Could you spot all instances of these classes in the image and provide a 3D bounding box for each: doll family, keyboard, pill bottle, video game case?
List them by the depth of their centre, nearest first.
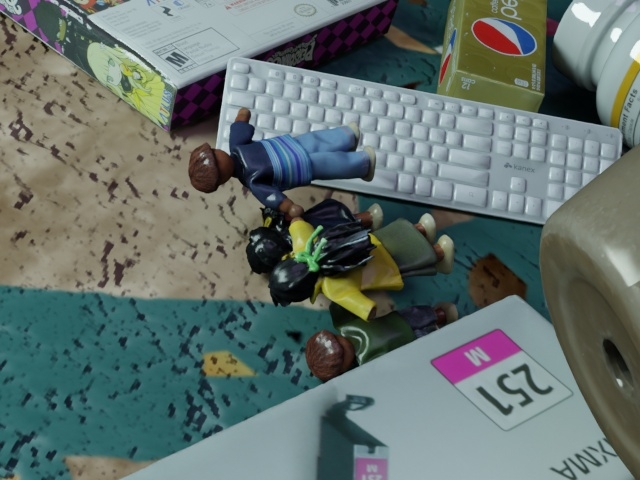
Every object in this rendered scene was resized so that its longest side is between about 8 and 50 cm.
[{"bbox_3d":[0.000,0.000,0.869,0.111,0.076,0.193,-12,41,-27],"label":"doll family"},{"bbox_3d":[0.064,-0.057,0.982,0.256,0.014,0.072,10,68,-10],"label":"keyboard"},{"bbox_3d":[0.258,-0.094,1.047,0.208,0.118,0.117,39,42,26],"label":"pill bottle"},{"bbox_3d":[-0.095,-0.174,1.071,0.210,0.042,0.232,36,41,22],"label":"video game case"}]

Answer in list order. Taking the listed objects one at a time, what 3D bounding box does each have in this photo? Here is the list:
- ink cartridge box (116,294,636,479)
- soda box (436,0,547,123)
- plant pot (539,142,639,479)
[{"bbox_3d":[0.078,0.154,0.711,0.275,0.060,0.239,-21,50,-40],"label":"ink cartridge box"},{"bbox_3d":[0.117,-0.131,1.087,0.061,0.058,0.181,15,37,-3],"label":"soda box"},{"bbox_3d":[0.232,0.014,0.710,0.229,0.263,0.263,-24,48,-8],"label":"plant pot"}]
